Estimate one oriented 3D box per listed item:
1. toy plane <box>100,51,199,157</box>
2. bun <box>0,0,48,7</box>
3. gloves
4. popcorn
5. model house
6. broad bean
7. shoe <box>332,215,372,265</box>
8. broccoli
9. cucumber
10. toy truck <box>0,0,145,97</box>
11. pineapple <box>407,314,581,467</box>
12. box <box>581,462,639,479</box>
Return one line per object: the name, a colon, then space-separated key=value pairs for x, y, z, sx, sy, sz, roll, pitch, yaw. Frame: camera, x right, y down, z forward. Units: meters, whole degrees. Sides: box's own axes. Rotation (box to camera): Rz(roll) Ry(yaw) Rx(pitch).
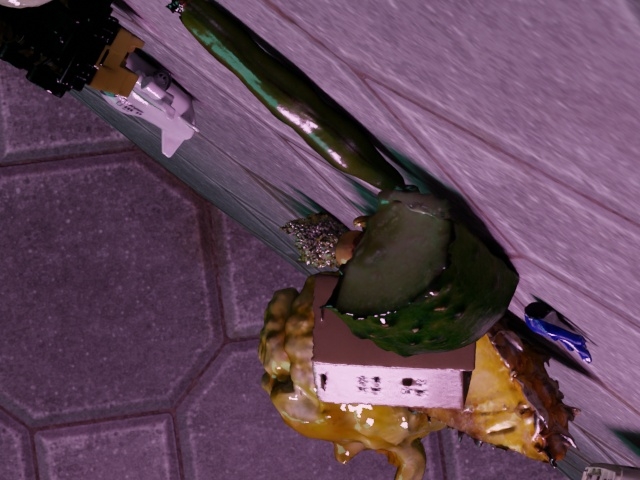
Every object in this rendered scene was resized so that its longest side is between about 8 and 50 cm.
toy plane: x=-0.227 y=-0.187 z=2.182 sx=0.174 sy=0.080 sz=0.174 roll=39 pitch=175 yaw=4
bun: x=-0.329 y=-0.296 z=1.635 sx=0.195 sy=0.118 sz=0.195 roll=34 pitch=174 yaw=4
gloves: x=0.244 y=0.096 z=1.719 sx=0.086 sy=0.026 sz=0.064 roll=41 pitch=172 yaw=-40
popcorn: x=0.075 y=0.177 z=2.423 sx=0.335 sy=0.274 sz=0.279 roll=13 pitch=143 yaw=-3
model house: x=0.086 y=0.041 z=1.846 sx=0.180 sy=0.176 sz=0.248 roll=3 pitch=131 yaw=8
broad bean: x=-0.025 y=-0.124 z=1.484 sx=0.297 sy=0.043 sz=0.060 roll=40 pitch=-178 yaw=-23
shoe: x=0.058 y=0.006 z=2.003 sx=0.069 sy=0.072 sz=0.109 roll=-2 pitch=-165 yaw=-18
broccoli: x=0.000 y=0.000 z=2.357 sx=0.092 sy=0.097 sz=0.095 roll=18 pitch=130 yaw=62
cucumber: x=0.116 y=0.056 z=1.624 sx=0.105 sy=0.145 sz=0.325 roll=29 pitch=178 yaw=22
toy truck: x=-0.308 y=-0.253 z=1.908 sx=0.257 sy=0.127 sz=0.127 roll=35 pitch=-171 yaw=37
pineapple: x=0.191 y=0.137 z=2.039 sx=0.334 sy=0.161 sz=0.158 roll=13 pitch=118 yaw=46
box: x=0.421 y=0.396 z=2.197 sx=0.166 sy=0.221 sz=0.290 roll=15 pitch=174 yaw=1
